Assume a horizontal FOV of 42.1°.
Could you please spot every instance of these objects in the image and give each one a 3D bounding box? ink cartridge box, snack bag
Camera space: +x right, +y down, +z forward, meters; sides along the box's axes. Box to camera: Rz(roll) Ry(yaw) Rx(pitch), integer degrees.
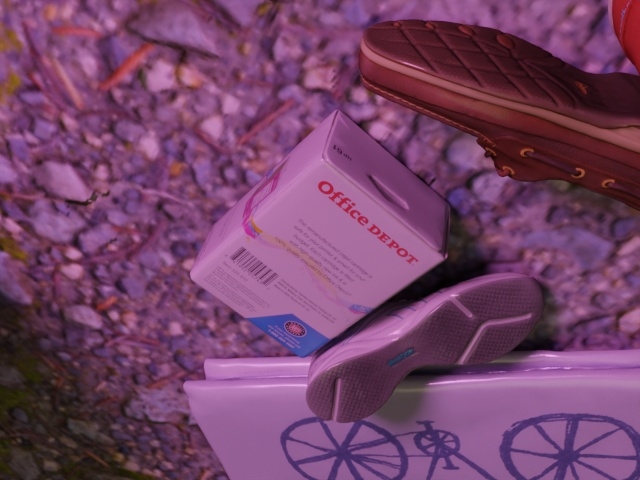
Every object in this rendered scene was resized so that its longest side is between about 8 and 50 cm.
[{"bbox_3d":[0.000,0.000,0.469,0.088,0.052,0.122,38,128,-18],"label":"ink cartridge box"},{"bbox_3d":[0.100,0.210,0.626,0.323,0.037,0.342,-6,126,19],"label":"snack bag"}]

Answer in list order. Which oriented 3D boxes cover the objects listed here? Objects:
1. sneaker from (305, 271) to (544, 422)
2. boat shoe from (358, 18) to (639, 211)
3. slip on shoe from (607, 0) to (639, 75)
[{"bbox_3d":[0.058,0.052,0.501,0.152,0.061,0.053,-24,113,7],"label":"sneaker"},{"bbox_3d":[0.100,-0.054,0.394,0.178,0.064,0.060,16,128,-3],"label":"boat shoe"},{"bbox_3d":[0.265,-0.111,0.267,0.331,0.101,0.123,-17,141,27],"label":"slip on shoe"}]
